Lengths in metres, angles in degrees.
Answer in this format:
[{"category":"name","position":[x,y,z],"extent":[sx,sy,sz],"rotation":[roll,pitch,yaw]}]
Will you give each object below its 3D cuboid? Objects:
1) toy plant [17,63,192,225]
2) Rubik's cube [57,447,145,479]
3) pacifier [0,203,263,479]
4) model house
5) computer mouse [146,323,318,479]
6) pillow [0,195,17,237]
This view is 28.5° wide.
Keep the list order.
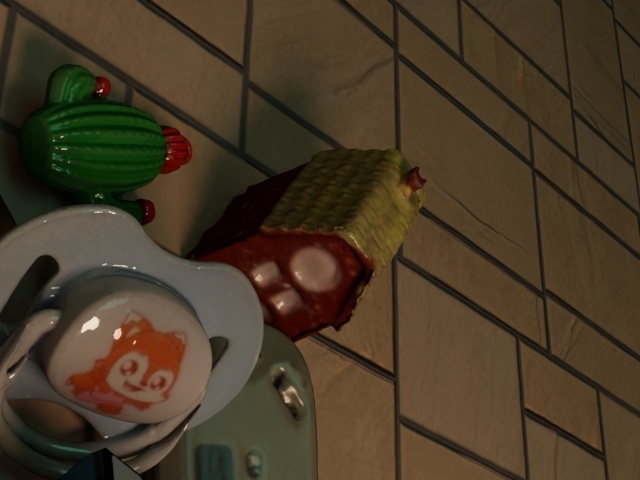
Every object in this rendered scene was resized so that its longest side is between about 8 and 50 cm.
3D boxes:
[{"category":"toy plant","position":[-0.221,-0.086,1.338],"extent":[0.240,0.088,0.154],"rotation":[38,54,-51]},{"category":"Rubik's cube","position":[-0.182,0.303,1.047],"extent":[0.163,0.160,0.162],"rotation":[46,9,-28]},{"category":"pacifier","position":[-0.210,0.072,1.200],"extent":[0.299,0.244,0.233],"rotation":[30,17,-33]},{"category":"model house","position":[0.000,0.000,1.439],"extent":[0.160,0.254,0.196],"rotation":[53,35,-14]},{"category":"computer mouse","position":[-0.092,0.237,1.312],"extent":[0.197,0.095,0.331],"rotation":[10,68,-29]},{"category":"pillow","position":[-0.396,-0.067,1.042],"extent":[0.305,0.108,0.308],"rotation":[61,25,-9]}]
